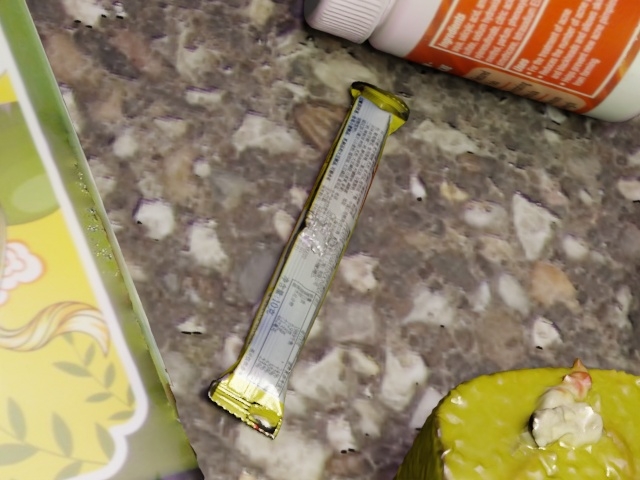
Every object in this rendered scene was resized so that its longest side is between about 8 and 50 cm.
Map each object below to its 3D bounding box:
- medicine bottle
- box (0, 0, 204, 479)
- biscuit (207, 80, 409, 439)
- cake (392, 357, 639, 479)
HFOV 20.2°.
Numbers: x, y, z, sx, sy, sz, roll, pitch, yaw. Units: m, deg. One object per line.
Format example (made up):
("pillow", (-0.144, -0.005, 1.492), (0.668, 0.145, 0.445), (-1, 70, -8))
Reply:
("medicine bottle", (0.138, -0.229, 1.211), (0.241, 0.252, 0.252), (17, 49, -8))
("box", (-0.303, 0.006, 0.873), (0.373, 0.138, 0.420), (-13, 70, -25))
("biscuit", (0.000, 0.000, 1.127), (0.048, 0.026, 0.292), (28, 49, -4))
("cake", (0.136, 0.199, 0.947), (0.179, 0.156, 0.260), (3, 54, -11))
